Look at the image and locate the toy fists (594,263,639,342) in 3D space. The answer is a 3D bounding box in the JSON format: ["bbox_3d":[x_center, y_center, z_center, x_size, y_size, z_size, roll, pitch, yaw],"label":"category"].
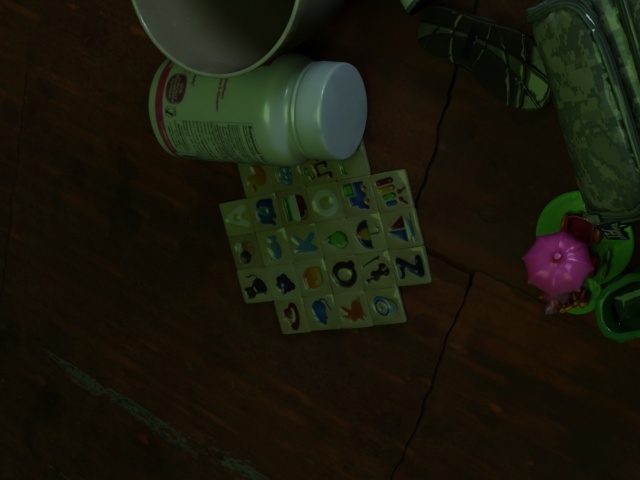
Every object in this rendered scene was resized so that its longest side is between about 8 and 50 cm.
[{"bbox_3d":[0.454,0.030,1.167,0.279,0.142,0.096,-35,72,34],"label":"toy fists"}]

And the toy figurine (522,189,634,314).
[{"bbox_3d":[0.305,0.038,1.248,0.130,0.159,0.173,17,114,27],"label":"toy figurine"}]

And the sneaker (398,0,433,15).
[{"bbox_3d":[0.166,-0.429,1.209,0.131,0.112,0.319,47,123,7],"label":"sneaker"}]

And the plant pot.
[{"bbox_3d":[-0.064,-0.355,1.276,0.257,0.274,0.256,10,111,28],"label":"plant pot"}]

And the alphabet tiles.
[{"bbox_3d":[0.000,0.000,1.514,0.343,0.011,0.285,-9,101,33],"label":"alphabet tiles"}]

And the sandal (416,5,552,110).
[{"bbox_3d":[0.217,-0.238,1.278,0.219,0.060,0.090,33,115,35],"label":"sandal"}]

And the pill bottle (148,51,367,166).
[{"bbox_3d":[-0.088,-0.188,1.415,0.283,0.160,0.160,7,109,29],"label":"pill bottle"}]

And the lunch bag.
[{"bbox_3d":[0.381,-0.170,1.114,0.256,0.213,0.305,-13,98,50],"label":"lunch bag"}]
